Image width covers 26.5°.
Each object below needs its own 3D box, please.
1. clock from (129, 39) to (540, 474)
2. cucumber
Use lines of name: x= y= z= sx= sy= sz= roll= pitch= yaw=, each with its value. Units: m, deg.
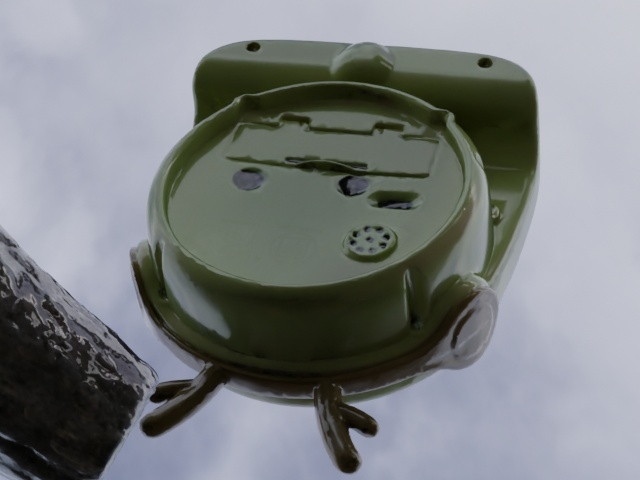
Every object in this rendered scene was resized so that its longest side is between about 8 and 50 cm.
clock: x=0.000 y=0.000 z=0.812 sx=0.235 sy=0.308 sz=0.096 roll=7 pitch=-45 yaw=14
cucumber: x=-0.103 y=0.035 z=0.426 sx=0.112 sy=0.064 sz=0.064 roll=44 pitch=-75 yaw=-7
